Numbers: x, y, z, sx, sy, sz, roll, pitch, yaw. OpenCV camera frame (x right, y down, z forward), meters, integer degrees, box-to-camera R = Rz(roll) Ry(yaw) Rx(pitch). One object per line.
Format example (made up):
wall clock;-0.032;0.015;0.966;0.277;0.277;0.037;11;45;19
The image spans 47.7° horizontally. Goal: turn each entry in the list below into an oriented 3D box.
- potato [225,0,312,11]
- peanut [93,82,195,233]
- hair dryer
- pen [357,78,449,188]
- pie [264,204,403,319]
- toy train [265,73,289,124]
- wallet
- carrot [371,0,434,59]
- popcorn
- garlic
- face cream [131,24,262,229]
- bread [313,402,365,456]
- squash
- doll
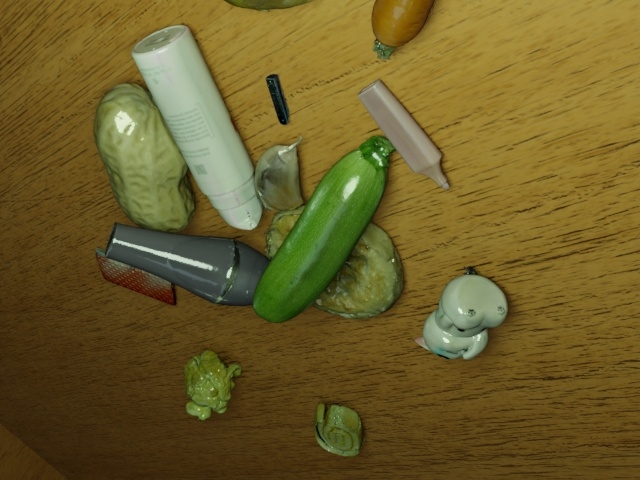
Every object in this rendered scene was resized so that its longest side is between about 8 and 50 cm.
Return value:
potato;-0.071;-0.364;0.926;0.200;0.081;0.164;-7;127;33
peanut;-0.295;-0.127;1.255;0.152;0.152;0.313;15;137;18
hair dryer;-0.268;0.050;1.380;0.301;0.121;0.361;17;169;-21
pen;0.130;-0.149;1.061;0.053;0.032;0.197;-23;115;43
pie;0.020;0.040;1.301;0.274;0.055;0.274;16;138;15
toy train;-0.064;-0.217;1.118;0.017;0.017;0.083;7;134;28
wallet;-0.415;0.082;1.631;0.196;0.020;0.103;17;138;16
carrot;0.126;-0.346;0.838;0.069;0.069;0.336;27;137;4
popcorn;-0.270;0.336;1.720;0.141;0.162;0.135;52;-172;31
garlic;-0.069;-0.114;1.196;0.084;0.066;0.152;-2;126;0
face cream;-0.184;-0.170;1.175;0.102;0.102;0.345;2;132;30
bread;0.043;0.437;1.687;0.117;0.064;0.156;10;135;16
squash;0.000;0.000;1.163;0.107;0.107;0.395;33;117;-3
doll;0.239;0.136;1.227;0.110;0.107;0.180;-1;138;-19
